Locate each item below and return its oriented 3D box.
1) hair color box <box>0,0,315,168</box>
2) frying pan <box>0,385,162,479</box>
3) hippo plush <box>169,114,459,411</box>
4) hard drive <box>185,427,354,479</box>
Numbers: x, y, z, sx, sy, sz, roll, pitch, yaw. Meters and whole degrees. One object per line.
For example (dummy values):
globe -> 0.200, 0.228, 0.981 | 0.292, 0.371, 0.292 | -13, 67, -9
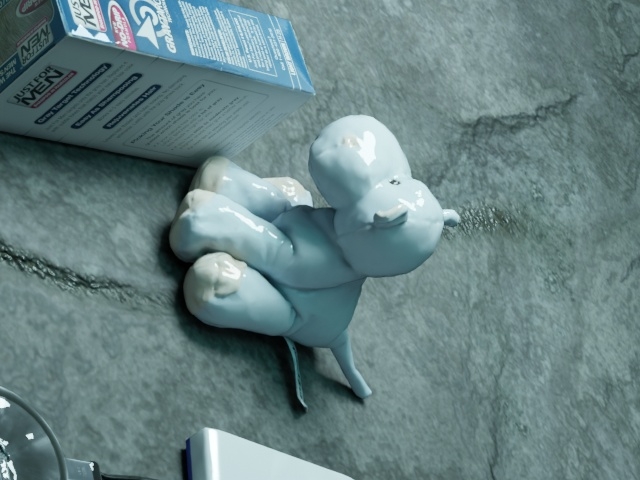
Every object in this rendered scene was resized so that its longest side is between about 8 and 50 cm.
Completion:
hair color box -> -0.191, -0.177, 1.942 | 0.347, 0.174, 0.105 | 9, 55, -48
frying pan -> -0.243, 0.229, 1.654 | 0.326, 0.053, 0.197 | 31, 42, -27
hippo plush -> 0.000, 0.000, 1.968 | 0.234, 0.236, 0.294 | -6, 67, -53
hard drive -> -0.032, 0.353, 1.806 | 0.210, 0.040, 0.319 | 25, 45, -37
